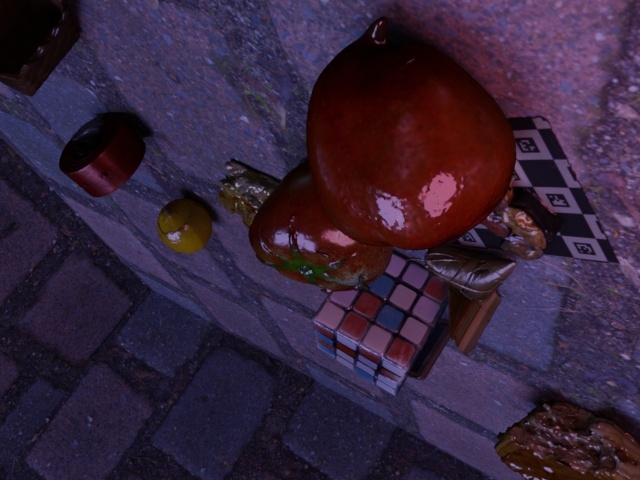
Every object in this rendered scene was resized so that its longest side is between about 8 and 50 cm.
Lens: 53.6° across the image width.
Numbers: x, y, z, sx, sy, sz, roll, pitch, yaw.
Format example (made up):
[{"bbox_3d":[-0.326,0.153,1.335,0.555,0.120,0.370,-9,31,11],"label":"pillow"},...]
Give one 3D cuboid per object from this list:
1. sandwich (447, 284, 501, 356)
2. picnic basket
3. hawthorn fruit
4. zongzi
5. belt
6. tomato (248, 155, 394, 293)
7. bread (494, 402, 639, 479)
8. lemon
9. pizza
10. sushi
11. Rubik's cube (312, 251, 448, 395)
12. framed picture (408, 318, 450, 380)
[{"bbox_3d":[0.306,0.164,1.403,0.113,0.163,0.079,7,146,53],"label":"sandwich"},{"bbox_3d":[-0.695,-0.486,1.336,0.291,0.254,0.321,34,173,-4],"label":"picnic basket"},{"bbox_3d":[0.112,-0.125,0.903,0.311,0.295,0.295,41,159,-5],"label":"hawthorn fruit"},{"bbox_3d":[0.285,0.034,1.269,0.189,0.081,0.178,31,155,9],"label":"zongzi"},{"bbox_3d":[-0.622,-0.250,1.807,0.115,0.227,0.324,50,173,-36],"label":"belt"},{"bbox_3d":[0.008,-0.037,1.305,0.304,0.239,0.303,18,159,7],"label":"tomato"},{"bbox_3d":[0.673,0.549,1.687,0.314,0.191,0.370,36,148,10],"label":"bread"},{"bbox_3d":[-0.438,-0.045,2.050,0.181,0.180,0.193,29,137,15],"label":"lemon"},{"bbox_3d":[-0.179,-0.101,1.668,0.223,0.089,0.323,33,159,-5],"label":"pizza"},{"bbox_3d":[0.278,-0.058,1.094,0.359,0.064,0.343,9,148,51],"label":"sushi"},{"bbox_3d":[0.150,0.192,1.568,0.253,0.259,0.256,30,159,14],"label":"Rubik's cube"},{"bbox_3d":[0.229,0.276,1.737,0.260,0.189,0.023,9,143,50],"label":"framed picture"}]
